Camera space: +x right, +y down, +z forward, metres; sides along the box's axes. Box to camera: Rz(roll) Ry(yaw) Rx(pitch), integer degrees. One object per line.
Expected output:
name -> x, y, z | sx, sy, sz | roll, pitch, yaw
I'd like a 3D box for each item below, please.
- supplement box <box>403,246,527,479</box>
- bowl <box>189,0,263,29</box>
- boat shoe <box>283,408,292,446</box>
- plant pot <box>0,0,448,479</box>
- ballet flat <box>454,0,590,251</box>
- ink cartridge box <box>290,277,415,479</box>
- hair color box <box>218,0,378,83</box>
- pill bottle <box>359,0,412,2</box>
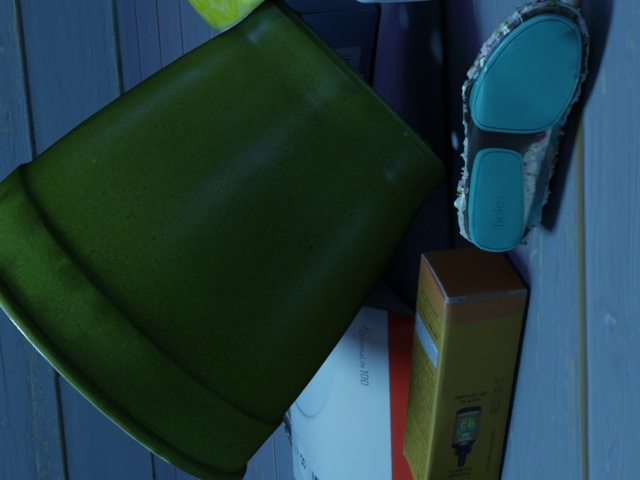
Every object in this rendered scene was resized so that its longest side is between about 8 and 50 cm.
supplement box -> 0.124, 0.121, 1.308 | 0.080, 0.078, 0.233 | -118, 26, -54
bowl -> -0.057, -0.345, 1.308 | 0.156, 0.289, 0.289 | 41, 176, -17
boat shoe -> -0.036, 0.230, 2.017 | 0.042, 0.049, 0.133 | 123, 134, -56
plant pot -> -0.083, -0.027, 1.372 | 0.366, 0.353, 0.366 | 44, -175, -5
ballet flat -> 0.147, -0.096, 1.122 | 0.077, 0.091, 0.241 | -80, 1, -48
ink cartridge box -> 0.049, 0.205, 1.609 | 0.385, 0.091, 0.308 | -129, 35, -66
hair color box -> -0.047, -0.283, 1.696 | 0.374, 0.113, 0.185 | -114, 23, -46
pill bottle -> 0.089, -0.322, 1.068 | 0.160, 0.160, 0.283 | -162, 66, -74
